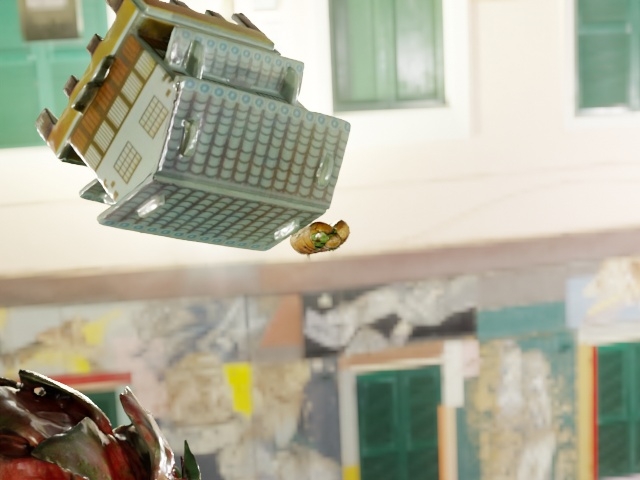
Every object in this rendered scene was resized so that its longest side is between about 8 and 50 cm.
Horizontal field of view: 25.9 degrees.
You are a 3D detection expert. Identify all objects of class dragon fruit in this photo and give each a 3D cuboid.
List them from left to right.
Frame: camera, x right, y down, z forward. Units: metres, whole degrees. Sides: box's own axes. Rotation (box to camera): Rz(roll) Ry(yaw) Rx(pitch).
[{"bbox_3d":[-0.154,0.149,0.693,0.189,0.182,0.182,10,-167,4],"label":"dragon fruit"}]

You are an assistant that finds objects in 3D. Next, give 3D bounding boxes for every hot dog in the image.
[{"bbox_3d":[0.000,0.000,1.395,0.049,0.037,0.122,-7,178,-12],"label":"hot dog"}]

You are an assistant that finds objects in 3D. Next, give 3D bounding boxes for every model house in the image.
[{"bbox_3d":[-0.123,-0.107,1.327,0.224,0.198,0.215,11,-152,-47],"label":"model house"}]
